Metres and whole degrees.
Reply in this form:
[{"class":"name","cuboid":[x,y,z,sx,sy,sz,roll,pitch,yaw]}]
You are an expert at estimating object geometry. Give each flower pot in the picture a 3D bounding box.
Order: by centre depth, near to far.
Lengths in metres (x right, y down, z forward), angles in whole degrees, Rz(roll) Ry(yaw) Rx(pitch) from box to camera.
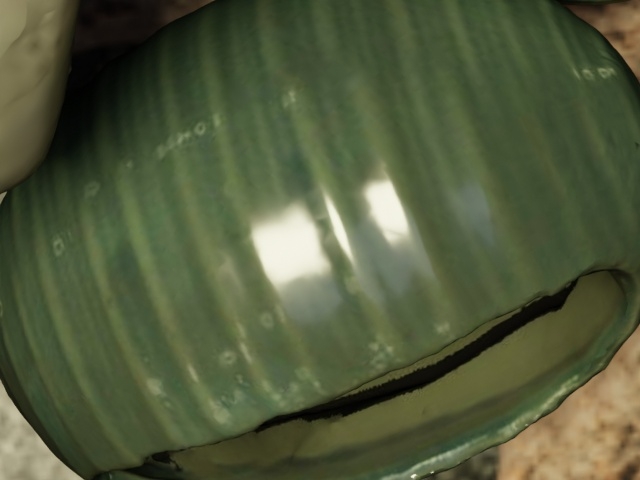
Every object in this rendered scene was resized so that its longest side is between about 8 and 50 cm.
[{"class":"flower pot","cuboid":[0.000,0.000,0.625,0.243,0.189,0.157,-25,66,11]}]

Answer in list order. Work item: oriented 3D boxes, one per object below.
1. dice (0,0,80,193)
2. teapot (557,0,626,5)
[{"class":"dice","cuboid":[-0.185,-0.187,0.512,0.277,0.304,0.304,11,101,-7]},{"class":"teapot","cuboid":[0.112,-0.168,0.606,0.270,0.182,0.173,-14,101,-3]}]
